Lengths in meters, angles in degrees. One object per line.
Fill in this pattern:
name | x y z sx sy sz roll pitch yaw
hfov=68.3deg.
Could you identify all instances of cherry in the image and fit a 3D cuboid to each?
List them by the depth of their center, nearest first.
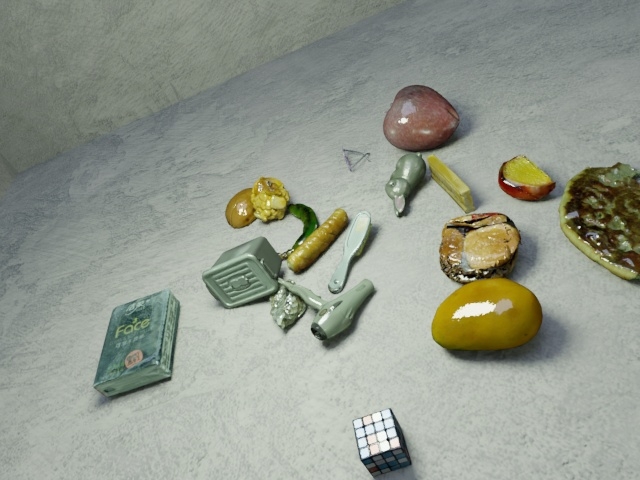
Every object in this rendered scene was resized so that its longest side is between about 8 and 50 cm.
cherry | 0.373 -0.455 1.773 0.307 0.221 0.261 15 62 23

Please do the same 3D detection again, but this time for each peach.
peach | 0.621 -0.179 1.427 0.172 0.092 0.127 31 70 33

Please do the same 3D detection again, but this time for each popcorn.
popcorn | -0.187 -0.156 1.808 0.140 0.164 0.194 3 15 -29

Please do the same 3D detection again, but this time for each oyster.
oyster | -0.102 0.188 1.442 0.124 0.064 0.177 -33 38 -2

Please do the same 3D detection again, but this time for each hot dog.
hot dog | -0.003 -0.002 1.580 0.061 0.088 0.286 23 63 37

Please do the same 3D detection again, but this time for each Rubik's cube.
Rubik's cube | 0.131 0.433 1.014 0.092 0.092 0.092 -22 39 7

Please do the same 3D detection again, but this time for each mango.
mango | 0.390 0.175 1.125 0.254 0.139 0.176 -10 38 29

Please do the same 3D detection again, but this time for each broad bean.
broad bean | -0.074 -0.053 1.699 0.143 0.049 0.292 -13 41 18

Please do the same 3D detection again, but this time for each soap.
soap | 0.421 -0.190 1.546 0.037 0.092 0.252 -27 39 2

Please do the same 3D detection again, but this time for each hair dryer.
hair dryer | 0.029 0.148 1.376 0.229 0.092 0.267 -24 47 -18

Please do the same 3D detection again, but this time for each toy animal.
toy animal | 0.279 -0.197 1.611 0.108 0.138 0.236 30 55 8

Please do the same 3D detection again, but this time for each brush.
brush | 0.101 0.043 1.502 0.068 0.060 0.297 9 64 36

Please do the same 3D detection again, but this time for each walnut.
walnut | -0.311 -0.149 1.907 0.167 0.087 0.211 2 47 36

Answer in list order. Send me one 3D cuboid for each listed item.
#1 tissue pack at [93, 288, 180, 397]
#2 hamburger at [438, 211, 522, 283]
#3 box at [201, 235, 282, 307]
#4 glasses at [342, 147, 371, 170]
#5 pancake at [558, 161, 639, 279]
tissue pack | -0.580 0.323 1.518 0.227 0.103 0.316 -19 40 6
hamburger | 0.435 0.024 1.296 0.230 0.107 0.231 -12 44 12
box | -0.243 0.097 1.525 0.243 0.163 0.135 -23 27 27
glasses | 0.148 -0.339 1.885 0.103 0.063 0.140 -19 41 7
pancake | 0.789 -0.064 1.246 0.304 0.067 0.427 -14 39 3
